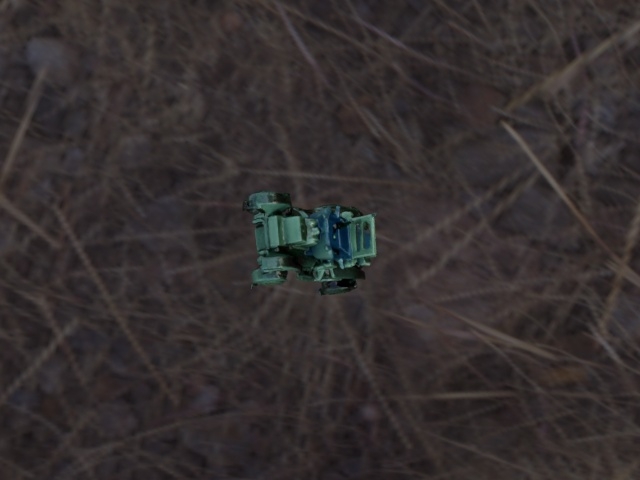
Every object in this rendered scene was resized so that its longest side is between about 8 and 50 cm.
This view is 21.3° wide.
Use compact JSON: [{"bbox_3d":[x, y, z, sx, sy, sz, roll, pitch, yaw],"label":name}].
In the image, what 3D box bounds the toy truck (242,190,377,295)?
[{"bbox_3d":[0.001,0.000,1.443,0.078,0.154,0.080,-11,80,30],"label":"toy truck"}]
